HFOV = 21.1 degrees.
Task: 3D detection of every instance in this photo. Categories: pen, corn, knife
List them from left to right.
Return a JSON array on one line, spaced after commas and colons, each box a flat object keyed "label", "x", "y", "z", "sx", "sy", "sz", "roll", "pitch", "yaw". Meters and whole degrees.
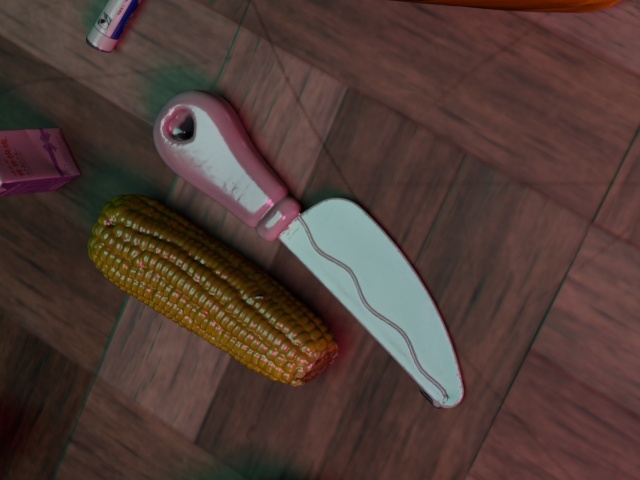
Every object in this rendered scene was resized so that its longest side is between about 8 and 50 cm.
[{"label": "pen", "x": -0.132, "y": -0.240, "z": 1.397, "sx": 0.025, "sy": 0.025, "sz": 0.204, "roll": 42, "pitch": 112, "yaw": 18}, {"label": "corn", "x": -0.090, "y": 0.042, "z": 1.376, "sx": 0.231, "sy": 0.080, "sz": 0.080, "roll": 35, "pitch": 110, "yaw": 20}, {"label": "knife", "x": 0.001, "y": -0.003, "z": 1.356, "sx": 0.336, "sy": 0.043, "sz": 0.081, "roll": 42, "pitch": 106, "yaw": 11}]

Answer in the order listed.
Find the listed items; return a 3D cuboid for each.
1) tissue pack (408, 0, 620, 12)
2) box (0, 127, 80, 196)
[{"label": "tissue pack", "x": 0.028, "y": -0.273, "z": 1.108, "sx": 0.293, "sy": 0.382, "sz": 0.228, "roll": 17, "pitch": 101, "yaw": 26}, {"label": "box", "x": -0.252, "y": -0.064, "z": 1.428, "sx": 0.036, "sy": 0.117, "sz": 0.050, "roll": -30, "pitch": 84, "yaw": 25}]
